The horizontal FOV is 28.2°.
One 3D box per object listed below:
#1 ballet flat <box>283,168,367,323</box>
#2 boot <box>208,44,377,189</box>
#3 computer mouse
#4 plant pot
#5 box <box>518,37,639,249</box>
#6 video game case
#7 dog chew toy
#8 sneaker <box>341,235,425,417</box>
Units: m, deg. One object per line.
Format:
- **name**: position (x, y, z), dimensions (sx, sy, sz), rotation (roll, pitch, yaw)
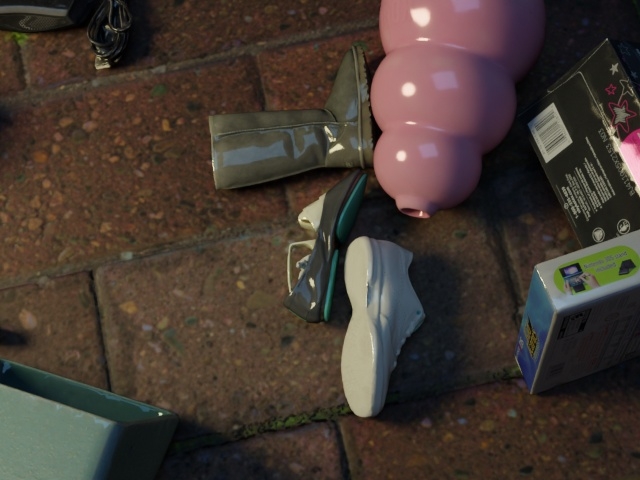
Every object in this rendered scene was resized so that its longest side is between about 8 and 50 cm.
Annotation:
- **ballet flat**: position (0.000, 0.000, 1.536), dimensions (0.074, 0.074, 0.203), rotation (13, 72, 8)
- **boot**: position (-0.036, -0.155, 1.606), dimensions (0.208, 0.076, 0.190), rotation (-7, 60, 10)
- **computer mouse**: position (-0.382, -0.321, 1.691), dimensions (0.272, 0.072, 0.189), rotation (7, 66, -7)
- **plant pot**: position (-0.327, 0.273, 1.358), dimensions (0.247, 0.248, 0.252), rotation (17, 86, 9)
- **box**: position (0.370, -0.084, 1.480), dimensions (0.142, 0.163, 0.247), rotation (0, 59, -41)
- **video game case**: position (0.342, 0.064, 1.382), dimensions (0.244, 0.269, 0.061), rotation (-18, 66, -5)
- **dog chew toy**: position (0.152, -0.189, 1.541), dimensions (0.206, 0.206, 0.332), rotation (14, 77, 8)
- **sneaker**: position (0.080, 0.103, 1.493), dimensions (0.094, 0.080, 0.212), rotation (10, 76, -28)
